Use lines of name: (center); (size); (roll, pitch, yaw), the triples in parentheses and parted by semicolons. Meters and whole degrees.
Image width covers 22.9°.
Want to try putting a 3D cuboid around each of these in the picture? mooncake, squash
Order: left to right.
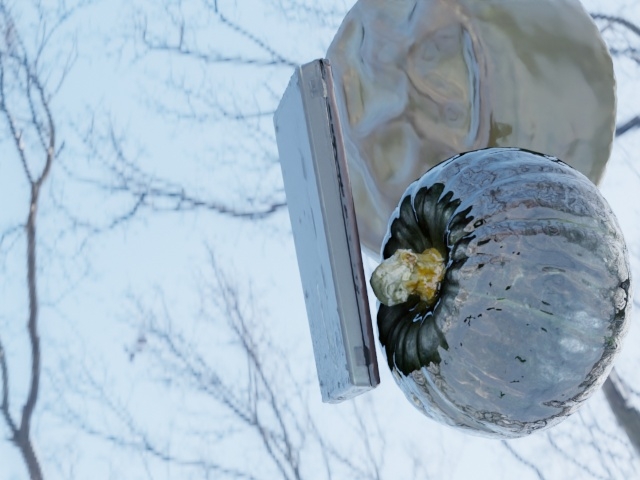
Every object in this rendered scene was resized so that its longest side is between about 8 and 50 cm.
mooncake: (0.116, -0.104, 1.385); (0.155, 0.284, 0.284); (-3, -61, -33)
squash: (0.114, 0.031, 1.009); (0.156, 0.193, 0.193); (36, -73, -13)

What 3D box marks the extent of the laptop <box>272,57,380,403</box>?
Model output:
laptop: (0.000, 0.000, 1.023); (0.026, 0.154, 0.207); (-7, -98, -11)
